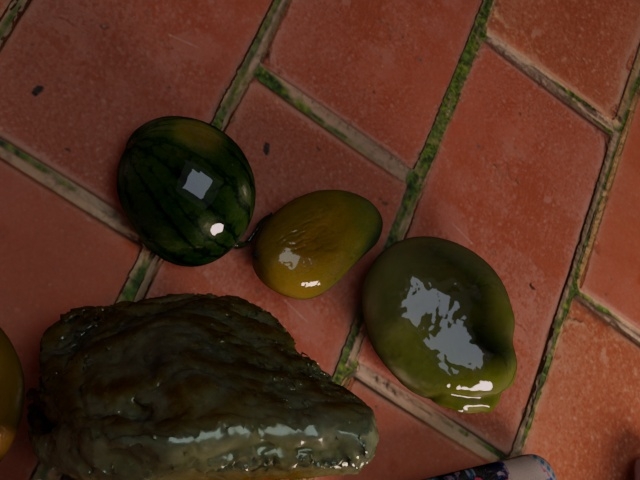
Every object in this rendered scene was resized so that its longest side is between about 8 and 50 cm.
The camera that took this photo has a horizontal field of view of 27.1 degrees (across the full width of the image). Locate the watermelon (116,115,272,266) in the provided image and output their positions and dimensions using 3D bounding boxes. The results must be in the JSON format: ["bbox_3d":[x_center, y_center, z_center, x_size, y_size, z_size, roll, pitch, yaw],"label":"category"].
[{"bbox_3d":[-0.167,-0.071,1.845,0.232,0.127,0.204,52,53,-14],"label":"watermelon"}]

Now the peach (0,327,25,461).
[{"bbox_3d":[-0.471,0.181,1.575,0.251,0.153,0.251,5,81,-31],"label":"peach"}]

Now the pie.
[{"bbox_3d":[-0.150,0.191,1.603,0.395,0.418,0.180,-5,106,-32],"label":"pie"}]

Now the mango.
[{"bbox_3d":[-0.005,-0.005,1.946,0.237,0.091,0.137,-44,105,-39],"label":"mango"}]

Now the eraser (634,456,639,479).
[{"bbox_3d":[0.555,0.469,2.150,0.204,0.059,0.243,16,52,-49],"label":"eraser"}]

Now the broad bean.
[{"bbox_3d":[0.188,0.125,2.006,0.238,0.119,0.291,-42,97,-24],"label":"broad bean"}]

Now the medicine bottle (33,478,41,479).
[{"bbox_3d":[-0.354,0.440,1.554,0.170,0.170,0.293,-14,83,-33],"label":"medicine bottle"}]

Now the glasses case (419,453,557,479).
[{"bbox_3d":[0.228,0.402,1.972,0.327,0.076,0.125,-7,78,-32],"label":"glasses case"}]
